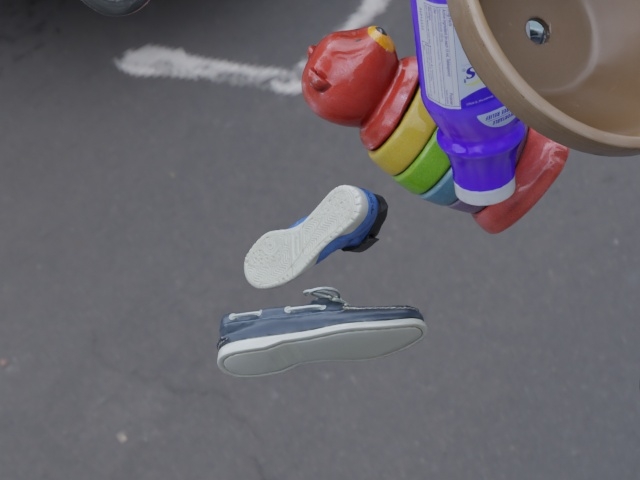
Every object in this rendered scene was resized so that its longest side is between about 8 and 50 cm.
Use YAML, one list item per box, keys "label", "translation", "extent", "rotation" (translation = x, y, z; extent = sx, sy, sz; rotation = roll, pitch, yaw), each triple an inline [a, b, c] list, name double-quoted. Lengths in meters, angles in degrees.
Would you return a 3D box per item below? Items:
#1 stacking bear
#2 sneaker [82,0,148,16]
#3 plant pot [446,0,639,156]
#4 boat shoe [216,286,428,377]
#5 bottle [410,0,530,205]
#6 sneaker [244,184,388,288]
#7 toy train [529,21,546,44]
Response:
- label: "stacking bear"
  translation: [0.113, -0.141, 1.590]
  extent: [0.164, 0.289, 0.175]
  rotation: [-55, 14, 29]
- label: "sneaker"
  translation: [-0.244, -0.333, 1.496]
  extent: [0.116, 0.136, 0.314]
  rotation: [-35, 58, -2]
- label: "plant pot"
  translation: [0.180, -0.167, 1.000]
  extent: [0.237, 0.237, 0.110]
  rotation: [-47, 7, -24]
- label: "boat shoe"
  translation: [0.000, 0.104, 1.672]
  extent: [0.254, 0.095, 0.079]
  rotation: [-13, 54, 15]
- label: "bottle"
  translation: [0.158, -0.169, 1.434]
  extent: [0.118, 0.283, 0.092]
  rotation: [-26, 37, -24]
- label: "sneaker"
  translation: [0.000, 0.001, 1.381]
  extent: [0.152, 0.084, 0.058]
  rotation: [-39, 68, 22]
- label: "toy train"
  translation: [0.274, -0.236, 1.856]
  extent: [0.142, 0.190, 0.334]
  rotation: [23, 31, 2]
